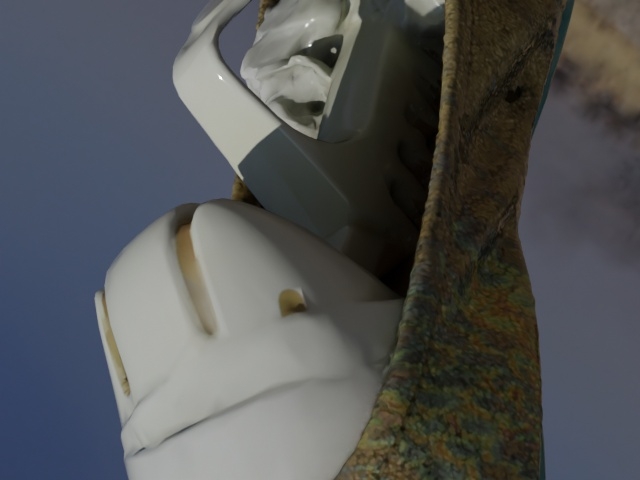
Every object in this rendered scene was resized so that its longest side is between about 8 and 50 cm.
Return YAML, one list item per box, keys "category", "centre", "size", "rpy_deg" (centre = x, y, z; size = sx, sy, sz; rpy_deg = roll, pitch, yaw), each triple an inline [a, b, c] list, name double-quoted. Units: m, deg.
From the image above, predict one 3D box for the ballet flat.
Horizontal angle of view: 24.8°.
- category: "ballet flat"
  centre: [0.000, 0.000, 0.407]
  size: [0.123, 0.123, 0.348]
  rpy_deg: [31, -132, -20]
